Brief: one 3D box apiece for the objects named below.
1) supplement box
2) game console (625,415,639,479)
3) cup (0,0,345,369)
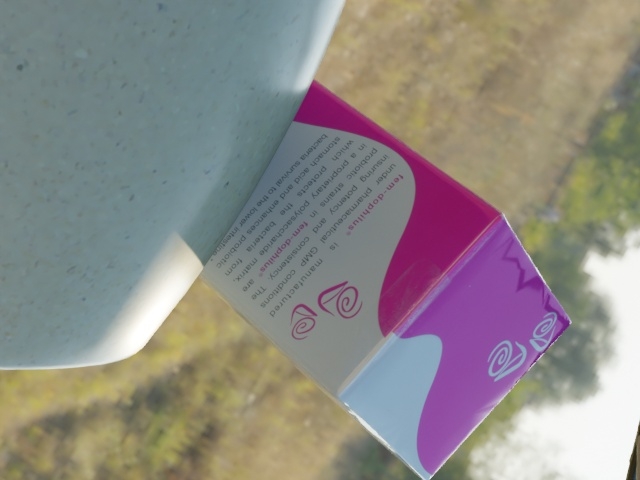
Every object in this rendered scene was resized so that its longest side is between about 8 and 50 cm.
[{"bbox_3d":[0.000,0.000,0.757,0.111,0.220,0.114,-46,140,-5],"label":"supplement box"},{"bbox_3d":[0.343,0.221,0.997,0.173,0.293,0.250,-67,164,-47],"label":"game console"},{"bbox_3d":[-0.146,-0.078,0.625,0.331,0.331,0.236,-21,118,-79],"label":"cup"}]
